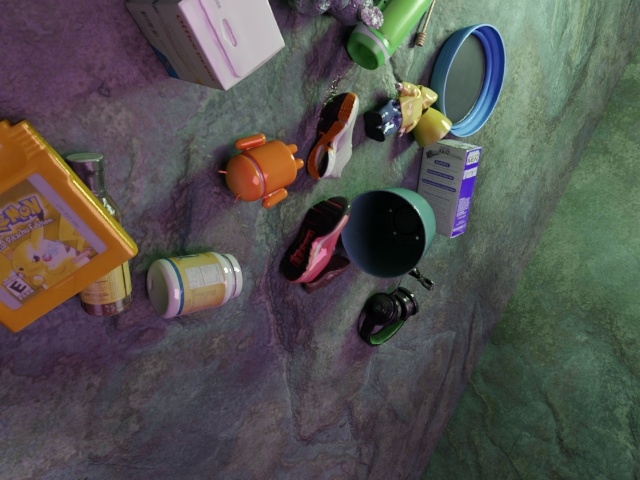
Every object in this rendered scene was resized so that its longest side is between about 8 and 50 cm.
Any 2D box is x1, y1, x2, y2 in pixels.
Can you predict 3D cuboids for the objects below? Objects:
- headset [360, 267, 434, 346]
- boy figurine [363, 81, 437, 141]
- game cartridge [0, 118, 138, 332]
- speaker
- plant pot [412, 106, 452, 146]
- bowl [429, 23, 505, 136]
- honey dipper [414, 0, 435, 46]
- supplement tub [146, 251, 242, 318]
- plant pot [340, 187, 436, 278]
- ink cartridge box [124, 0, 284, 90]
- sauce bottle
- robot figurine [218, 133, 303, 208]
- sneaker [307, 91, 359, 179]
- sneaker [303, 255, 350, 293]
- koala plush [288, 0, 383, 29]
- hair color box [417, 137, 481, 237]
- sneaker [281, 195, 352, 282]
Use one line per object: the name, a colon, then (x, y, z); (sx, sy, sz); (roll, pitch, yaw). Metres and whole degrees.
headset: (0.307, 0.276, 1.870); (0.244, 0.185, 0.393); (-8, 128, -43)
boy figurine: (0.267, -0.433, 1.521); (0.285, 0.092, 0.177); (-38, 133, -26)
game cartridge: (-0.551, -0.020, 0.852); (0.285, 0.052, 0.323); (-35, 124, -6)
speaker: (0.201, -0.626, 1.325); (0.296, 0.131, 0.131); (-54, 138, -9)
plant pot: (0.369, -0.402, 1.627); (0.095, 0.134, 0.134); (47, 75, -23)
bowl: (0.538, -0.579, 1.726); (0.391, 0.077, 0.390); (-22, 125, -36)
honey dipper: (0.337, -0.700, 1.497); (0.031, 0.031, 0.160); (9, 100, -47)
supplement tub: (-0.313, 0.106, 1.182); (0.200, 0.144, 0.144); (-9, 117, -43)
plant pot: (0.250, -0.046, 1.579); (0.235, 0.293, 0.292); (-26, 130, -55)
ink cartridge box: (-0.223, -0.423, 0.922); (0.168, 0.233, 0.171); (-45, 136, -18)
sauce bottle: (-0.469, -0.010, 0.991); (0.112, 0.111, 0.344); (-17, 121, -39)
robot figurine: (-0.151, -0.180, 1.209); (0.220, 0.128, 0.158); (-31, 141, -32)
sneaker: (0.054, -0.301, 1.386); (0.121, 0.099, 0.262); (1, 118, -54)
sneaker: (0.018, 0.116, 1.598); (0.189, 0.066, 0.071); (-26, 144, -28)
koala plush: (0.045, -0.603, 1.147); (0.221, 0.196, 0.203); (17, 110, -49)
hair color box: (0.470, -0.202, 1.778); (0.110, 0.185, 0.338); (-21, 125, -38)
sneaker: (-0.001, 0.000, 1.490); (0.313, 0.116, 0.136); (-56, 149, 3)
